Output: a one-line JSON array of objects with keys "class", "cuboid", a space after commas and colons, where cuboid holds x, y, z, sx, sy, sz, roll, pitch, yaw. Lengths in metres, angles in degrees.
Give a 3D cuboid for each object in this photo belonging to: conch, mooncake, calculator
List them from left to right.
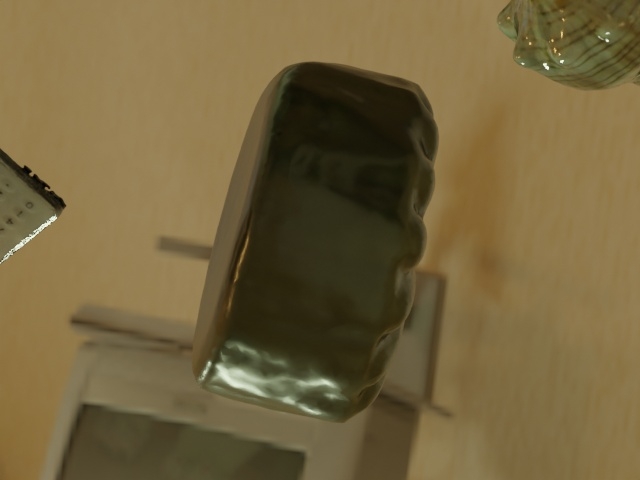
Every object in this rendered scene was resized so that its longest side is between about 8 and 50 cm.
[{"class": "calculator", "cuboid": [-0.408, -0.037, 1.862, 0.261, 0.161, 0.021, -34, -162, 46]}, {"class": "mooncake", "cuboid": [0.000, 0.000, 1.648, 0.194, 0.356, 0.356, 15, -174, -8]}, {"class": "conch", "cuboid": [0.253, -0.199, 1.304, 0.203, 0.170, 0.386, -36, 149, 24]}]
